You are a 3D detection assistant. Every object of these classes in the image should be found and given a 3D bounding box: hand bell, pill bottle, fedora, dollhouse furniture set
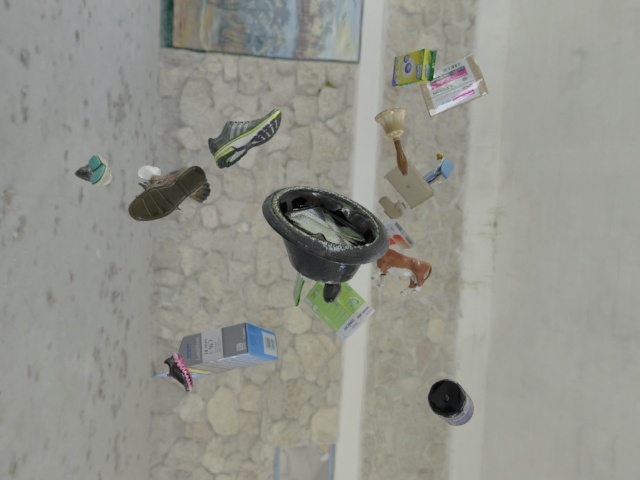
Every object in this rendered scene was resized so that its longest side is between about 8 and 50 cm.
[{"bbox_3d":[0.289,-0.358,1.885,0.126,0.126,0.242,131,-52,-77],"label":"hand bell"},{"bbox_3d":[0.439,0.544,1.672,0.219,0.123,0.123,49,32,-52],"label":"pill bottle"},{"bbox_3d":[0.000,0.000,1.264,0.334,0.334,0.152,-100,-159,-57],"label":"fedora"},{"bbox_3d":[0.423,-0.295,2.341,0.286,0.198,0.303,-34,-169,43],"label":"dollhouse furniture set"}]

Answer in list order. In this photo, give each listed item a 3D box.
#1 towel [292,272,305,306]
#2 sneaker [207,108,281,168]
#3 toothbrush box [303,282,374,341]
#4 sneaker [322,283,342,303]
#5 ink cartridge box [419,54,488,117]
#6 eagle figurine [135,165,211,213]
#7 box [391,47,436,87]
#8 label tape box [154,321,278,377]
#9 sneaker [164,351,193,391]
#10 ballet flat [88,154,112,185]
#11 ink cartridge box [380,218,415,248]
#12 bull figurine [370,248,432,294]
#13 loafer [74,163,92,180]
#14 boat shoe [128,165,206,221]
[{"bbox_3d":[-0.080,0.177,1.916,0.152,0.023,0.113,-119,-138,-75],"label":"towel"},{"bbox_3d":[-0.269,-0.386,1.782,0.121,0.300,0.111,52,-11,13],"label":"sneaker"},{"bbox_3d":[0.083,0.307,2.385,0.283,0.122,0.206,45,-39,12],"label":"toothbrush box"},{"bbox_3d":[0.038,0.138,2.057,0.130,0.087,0.227,49,48,-44],"label":"sneaker"},{"bbox_3d":[0.518,-0.612,1.993,0.088,0.234,0.193,56,22,-39],"label":"ink cartridge box"},{"bbox_3d":[-0.635,-0.206,2.120,0.298,0.225,0.226,-8,-115,44],"label":"eagle figurine"},{"bbox_3d":[0.317,-0.580,1.703,0.179,0.043,0.105,11,-83,55],"label":"box"},{"bbox_3d":[-0.341,0.371,1.673,0.240,0.333,0.106,46,31,-65],"label":"label tape box"},{"bbox_3d":[-0.399,0.375,1.414,0.119,0.057,0.047,62,-4,7],"label":"sneaker"},{"bbox_3d":[-0.889,-0.275,2.059,0.248,0.086,0.086,-126,-144,-49],"label":"ballet flat"},{"bbox_3d":[0.306,-0.023,2.191,0.045,0.145,0.179,-51,-161,-26],"label":"ink cartridge box"},{"bbox_3d":[0.314,0.116,2.154,0.101,0.310,0.188,78,31,-58],"label":"bull figurine"},{"bbox_3d":[-1.040,-0.307,2.249,0.078,0.076,0.223,-65,-163,-3],"label":"loafer"},{"bbox_3d":[-0.542,-0.156,1.772,0.104,0.307,0.111,-2,-62,52],"label":"boat shoe"}]
